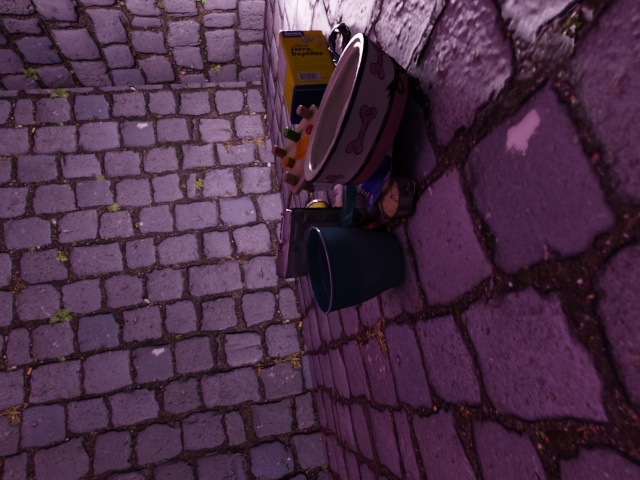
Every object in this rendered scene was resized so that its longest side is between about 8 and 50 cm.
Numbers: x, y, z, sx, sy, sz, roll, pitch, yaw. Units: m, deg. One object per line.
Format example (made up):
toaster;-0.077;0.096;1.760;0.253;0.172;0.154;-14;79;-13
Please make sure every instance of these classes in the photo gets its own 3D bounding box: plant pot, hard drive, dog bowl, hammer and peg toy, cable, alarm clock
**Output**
plant pot;0.112;0.078;1.287;0.271;0.255;0.272;173;90;-75
hard drive;0.000;0.000;1.454;0.064;0.338;0.237;18;106;45
dog bowl;0.093;-0.335;1.126;0.408;0.150;0.408;-164;90;-75
hammer and peg toy;-0.025;-0.366;1.450;0.361;0.127;0.266;-50;41;27
cable;0.073;-0.723;1.515;0.184;0.047;0.151;-129;29;-62
alarm clock;0.220;-0.126;1.133;0.192;0.064;0.130;148;118;-75

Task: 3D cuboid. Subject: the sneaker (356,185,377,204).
sneaker;0.123;-0.239;1.392;0.103;0.111;0.253;-172;75;-77

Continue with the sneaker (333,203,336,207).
sneaker;0.079;-0.082;1.782;0.083;0.071;0.191;108;152;-50

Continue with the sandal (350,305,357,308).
sandal;0.055;0.260;1.872;0.169;0.102;0.416;55;164;2

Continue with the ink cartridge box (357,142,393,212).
ink cartridge box;0.161;-0.232;1.202;0.223;0.045;0.224;113;167;-61

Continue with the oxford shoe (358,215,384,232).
oxford shoe;0.164;-0.051;1.418;0.212;0.076;0.076;161;110;-77

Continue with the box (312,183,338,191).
box;0.010;-0.288;1.803;0.072;0.137;0.126;115;146;-69

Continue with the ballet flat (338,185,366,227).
ballet flat;0.108;-0.116;1.348;0.247;0.087;0.083;91;-174;-56

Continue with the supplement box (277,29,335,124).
supplement box;-0.058;-0.701;1.745;0.194;0.195;0.357;108;152;-61

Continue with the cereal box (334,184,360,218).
cereal box;0.110;-0.120;1.657;0.173;0.047;0.240;159;104;-75

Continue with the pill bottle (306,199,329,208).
pill bottle;0.006;-0.088;1.975;0.119;0.119;0.209;98;160;-49
